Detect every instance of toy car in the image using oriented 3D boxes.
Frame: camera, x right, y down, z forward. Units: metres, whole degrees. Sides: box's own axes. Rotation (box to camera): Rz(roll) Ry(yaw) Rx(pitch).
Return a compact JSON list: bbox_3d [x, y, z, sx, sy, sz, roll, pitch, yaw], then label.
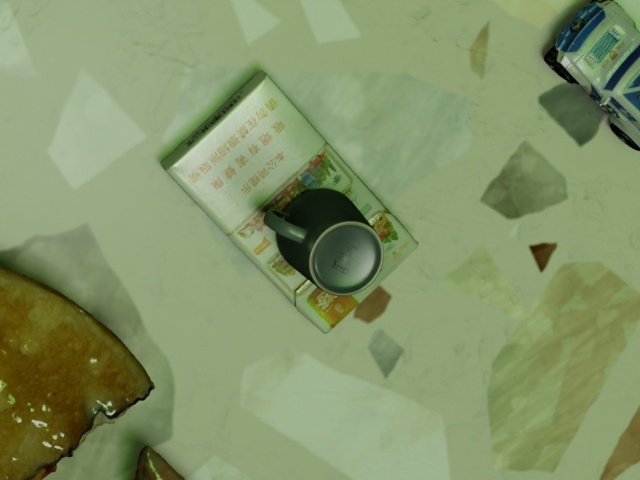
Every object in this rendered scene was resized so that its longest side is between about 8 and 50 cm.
[{"bbox_3d":[0.286,-0.142,1.437,0.170,0.070,0.080,41,90,-26],"label":"toy car"}]

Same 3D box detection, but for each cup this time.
[{"bbox_3d":[0.000,0.000,1.341,0.100,0.077,0.078,19,101,-23],"label":"cup"}]

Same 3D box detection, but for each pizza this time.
[{"bbox_3d":[-0.331,0.140,1.261,0.409,0.114,0.278,-4,86,-22],"label":"pizza"}]

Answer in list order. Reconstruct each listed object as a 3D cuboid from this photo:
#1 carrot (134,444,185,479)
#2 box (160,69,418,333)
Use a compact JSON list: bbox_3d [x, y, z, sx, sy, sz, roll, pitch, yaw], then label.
[{"bbox_3d":[-0.119,0.297,1.427,0.102,0.102,0.263,-23,113,-12],"label":"carrot"},{"bbox_3d":[-0.024,-0.030,1.383,0.122,0.032,0.220,-44,117,-1],"label":"box"}]
